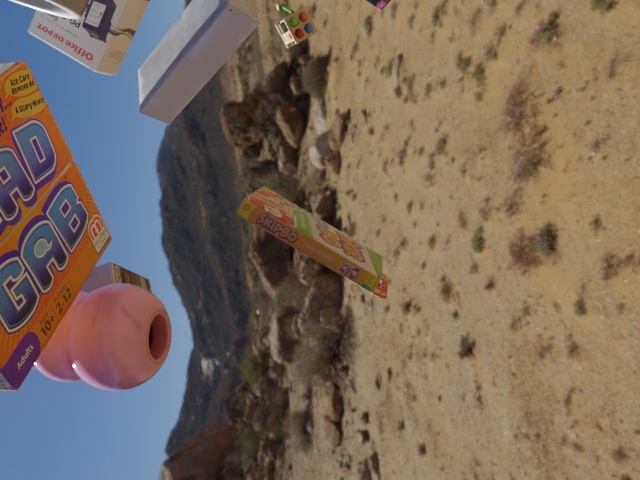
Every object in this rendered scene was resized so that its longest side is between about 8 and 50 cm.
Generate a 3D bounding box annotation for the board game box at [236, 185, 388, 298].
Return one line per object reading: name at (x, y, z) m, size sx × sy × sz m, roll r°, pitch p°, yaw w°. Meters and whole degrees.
board game box at (0.000, 0.000, 0.881) m, size 0.039 × 0.259 × 0.124 m, roll -57°, pitch 1°, yaw 16°

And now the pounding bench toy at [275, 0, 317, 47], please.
pounding bench toy at (-0.054, -0.429, 1.088) m, size 0.083 × 0.052 × 0.065 m, roll 60°, pitch 166°, yaw -19°

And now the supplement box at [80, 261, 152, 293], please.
supplement box at (-0.589, 0.135, 1.585) m, size 0.239 × 0.130 × 0.073 m, roll 64°, pitch -169°, yaw -72°

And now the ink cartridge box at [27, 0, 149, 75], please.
ink cartridge box at (-0.484, -0.502, 1.195) m, size 0.237 × 0.171 × 0.100 m, roll -59°, pitch 2°, yaw 13°

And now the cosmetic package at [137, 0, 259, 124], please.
cosmetic package at (-0.192, -0.291, 0.853) m, size 0.239 × 0.060 × 0.099 m, roll -35°, pitch 51°, yaw 33°

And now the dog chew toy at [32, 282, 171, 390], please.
dog chew toy at (-0.471, 0.189, 1.103) m, size 0.206 × 0.331 × 0.207 m, roll -2°, pitch -90°, yaw -80°

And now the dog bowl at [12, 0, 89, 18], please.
dog bowl at (-0.532, -0.463, 0.893) m, size 0.349 × 0.348 × 0.102 m, roll -124°, pitch 51°, yaw -77°

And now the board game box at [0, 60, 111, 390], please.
board game box at (-0.614, -0.019, 0.861) m, size 0.356 × 0.355 × 0.357 m, roll -82°, pitch -15°, yaw -50°

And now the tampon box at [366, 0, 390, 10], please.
tampon box at (0.054, -0.409, 0.722) m, size 0.120 × 0.160 × 0.102 m, roll -39°, pitch 48°, yaw 37°
